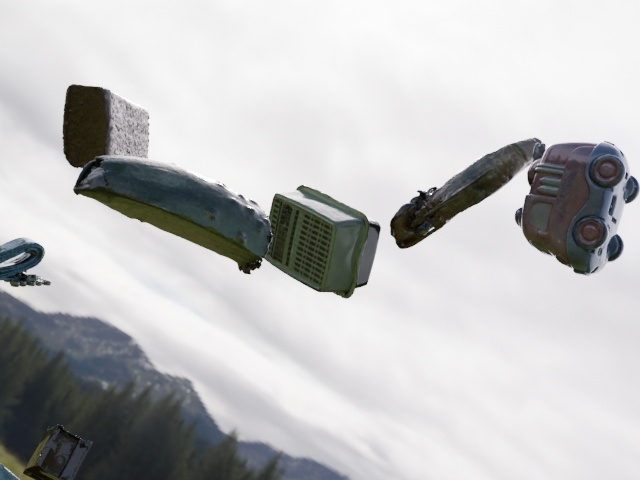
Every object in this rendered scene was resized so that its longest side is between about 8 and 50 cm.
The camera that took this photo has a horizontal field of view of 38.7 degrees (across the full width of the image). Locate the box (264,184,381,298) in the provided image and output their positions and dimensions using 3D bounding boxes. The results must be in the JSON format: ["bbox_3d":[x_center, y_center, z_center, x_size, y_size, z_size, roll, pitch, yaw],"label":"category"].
[{"bbox_3d":[0.000,0.000,2.226,0.166,0.220,0.290,-1,21,-41],"label":"box"}]

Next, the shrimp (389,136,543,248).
[{"bbox_3d":[0.356,-0.128,2.234,0.110,0.446,0.221,59,-11,3],"label":"shrimp"}]

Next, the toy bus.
[{"bbox_3d":[0.550,-0.080,1.996,0.232,0.294,0.197,15,-1,30],"label":"toy bus"}]

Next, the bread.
[{"bbox_3d":[-0.448,-0.226,1.922,0.113,0.165,0.416,0,2,-1],"label":"bread"}]

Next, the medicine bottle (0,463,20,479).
[{"bbox_3d":[-0.823,0.675,2.127,0.245,0.290,0.245,26,-38,22],"label":"medicine bottle"}]

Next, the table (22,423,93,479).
[{"bbox_3d":[-0.409,0.341,1.433,0.070,0.083,0.082,33,-30,-16],"label":"table"}]

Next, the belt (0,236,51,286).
[{"bbox_3d":[-0.615,0.060,1.746,0.065,0.179,0.100,19,-61,45],"label":"belt"}]

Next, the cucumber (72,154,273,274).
[{"bbox_3d":[-0.228,-0.067,1.481,0.325,0.145,0.105,23,-34,-28],"label":"cucumber"}]
